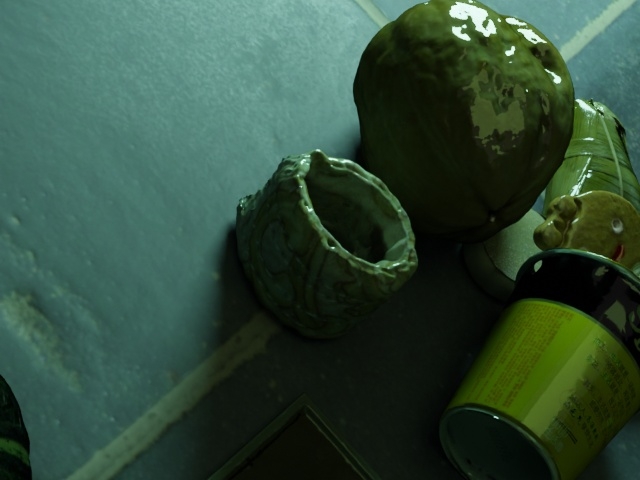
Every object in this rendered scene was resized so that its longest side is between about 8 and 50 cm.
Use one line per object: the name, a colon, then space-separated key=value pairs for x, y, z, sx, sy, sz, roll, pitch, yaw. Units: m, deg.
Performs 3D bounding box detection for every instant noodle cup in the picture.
instant noodle cup: x=0.250 y=0.158 z=1.823 sx=0.215 sy=0.215 sz=0.236 roll=42 pitch=57 yaw=-2

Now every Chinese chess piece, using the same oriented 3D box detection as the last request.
Chinese chess piece: x=0.225 y=0.014 z=1.985 sx=0.122 sy=0.051 sz=0.122 roll=14 pitch=57 yaw=-23

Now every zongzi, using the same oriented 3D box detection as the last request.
zongzi: x=0.372 y=-0.068 z=2.095 sx=0.204 sy=0.094 sz=0.205 roll=24 pitch=54 yaw=-18

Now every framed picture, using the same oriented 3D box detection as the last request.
framed picture: x=-0.036 y=0.327 z=1.644 sx=0.247 sy=0.022 sz=0.335 roll=48 pitch=49 yaw=3

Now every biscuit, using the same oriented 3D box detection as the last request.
biscuit: x=0.345 y=0.047 z=1.983 sx=0.184 sy=0.035 sz=0.249 roll=-36 pitch=104 yaw=-27

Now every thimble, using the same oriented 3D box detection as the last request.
thimble: x=0.000 y=0.000 z=1.793 sx=0.137 sy=0.143 sz=0.190 roll=-31 pitch=80 yaw=-40

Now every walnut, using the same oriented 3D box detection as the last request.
walnut: x=0.160 y=-0.136 z=1.915 sx=0.227 sy=0.283 sz=0.283 roll=37 pitch=38 yaw=-53

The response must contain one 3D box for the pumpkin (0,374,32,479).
pumpkin: x=-0.391 y=0.189 z=1.367 sx=0.323 sy=0.241 sz=0.323 roll=15 pitch=58 yaw=-25
